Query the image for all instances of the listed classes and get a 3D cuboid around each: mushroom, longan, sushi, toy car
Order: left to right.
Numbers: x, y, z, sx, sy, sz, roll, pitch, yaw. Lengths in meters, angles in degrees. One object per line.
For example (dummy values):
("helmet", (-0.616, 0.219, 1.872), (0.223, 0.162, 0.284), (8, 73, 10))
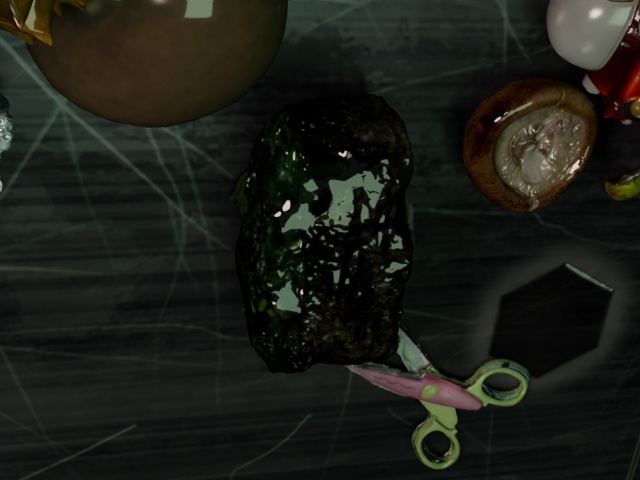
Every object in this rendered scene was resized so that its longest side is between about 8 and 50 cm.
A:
("longan", (-0.104, -0.158, 0.875), (0.189, 0.189, 0.189), (-9, 124, -13))
("sushi", (0.000, 0.000, 1.036), (0.127, 0.124, 0.225), (-5, 123, -16))
("mushroom", (0.170, -0.081, 1.085), (0.123, 0.052, 0.123), (-14, 129, -17))
("toy car", (0.228, -0.165, 1.028), (0.112, 0.112, 0.139), (15, 133, -8))

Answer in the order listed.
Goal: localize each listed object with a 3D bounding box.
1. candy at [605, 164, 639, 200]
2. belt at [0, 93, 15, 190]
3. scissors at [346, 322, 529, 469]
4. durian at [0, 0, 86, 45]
("candy", (0.357, -0.121, 1.066), (0.297, 0.081, 0.187), (-34, 170, 6))
("belt", (-0.301, -0.086, 0.899), (0.179, 0.100, 0.065), (9, 114, -20))
("scissors", (0.100, 0.132, 1.218), (0.133, 0.020, 0.187), (-47, 125, 10))
("durian", (-0.233, -0.250, 0.668), (0.384, 0.348, 0.347), (-38, 126, 22))
